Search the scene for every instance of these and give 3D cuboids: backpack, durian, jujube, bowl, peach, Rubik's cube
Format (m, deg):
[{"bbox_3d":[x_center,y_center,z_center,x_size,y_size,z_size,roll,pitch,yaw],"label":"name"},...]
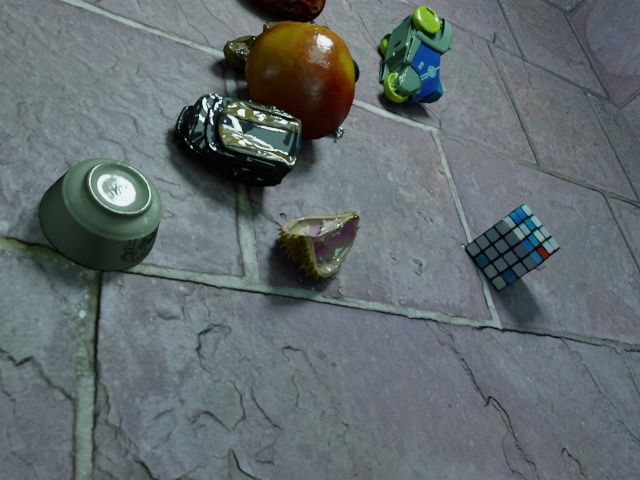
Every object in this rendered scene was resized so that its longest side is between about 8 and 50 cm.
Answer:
[{"bbox_3d":[-0.183,-0.219,1.413,0.258,0.133,0.206,18,57,-19],"label":"backpack"},{"bbox_3d":[0.000,0.002,1.377,0.165,0.132,0.182,39,38,-19],"label":"durian"},{"bbox_3d":[-0.096,-0.707,1.846,0.230,0.155,0.155,9,52,-21],"label":"jujube"},{"bbox_3d":[-0.368,-0.062,1.146,0.211,0.112,0.211,22,48,-27],"label":"bowl"},{"bbox_3d":[-0.050,-0.374,1.551,0.281,0.281,0.238,29,1,-18],"label":"peach"},{"bbox_3d":[0.513,0.018,1.755,0.151,0.154,0.155,-25,75,-46],"label":"Rubik's cube"}]

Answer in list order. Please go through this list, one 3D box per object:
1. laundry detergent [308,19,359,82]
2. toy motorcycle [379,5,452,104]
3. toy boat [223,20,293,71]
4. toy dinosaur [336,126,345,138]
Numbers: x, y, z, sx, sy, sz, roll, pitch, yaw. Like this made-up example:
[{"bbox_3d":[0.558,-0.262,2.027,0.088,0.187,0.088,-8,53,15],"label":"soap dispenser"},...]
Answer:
[{"bbox_3d":[0.023,-0.536,1.826,0.221,0.078,0.144,58,2,16],"label":"laundry detergent"},{"bbox_3d":[0.293,-0.532,2.010,0.200,0.191,0.326,26,60,-26],"label":"toy motorcycle"},{"bbox_3d":[-0.121,-0.499,1.679,0.321,0.121,0.089,-25,82,-47],"label":"toy boat"},{"bbox_3d":[0.021,-0.317,1.716,0.108,0.032,0.220,40,33,-1],"label":"toy dinosaur"}]
